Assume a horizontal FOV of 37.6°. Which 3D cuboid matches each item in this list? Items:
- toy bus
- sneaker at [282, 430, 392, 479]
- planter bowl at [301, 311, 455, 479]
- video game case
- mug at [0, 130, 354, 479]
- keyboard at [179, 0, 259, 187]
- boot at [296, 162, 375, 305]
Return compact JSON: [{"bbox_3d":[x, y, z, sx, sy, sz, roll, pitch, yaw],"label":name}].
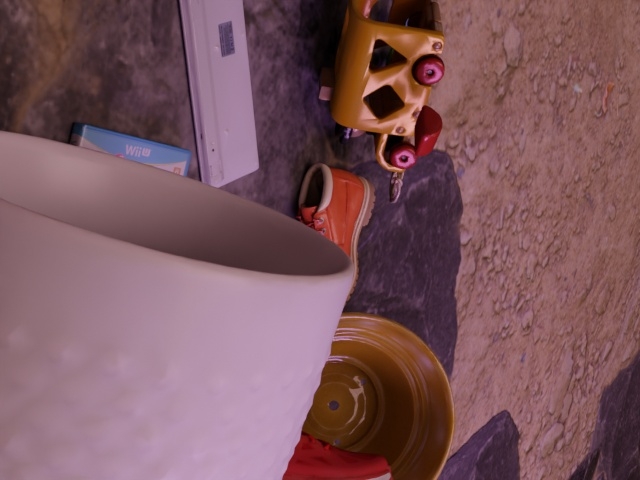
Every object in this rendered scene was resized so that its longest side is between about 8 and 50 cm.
[{"bbox_3d":[0.052,-0.150,0.913,0.191,0.105,0.202,154,-56,-82],"label":"toy bus"},{"bbox_3d":[-0.034,0.175,0.873,0.221,0.087,0.128,5,76,-28],"label":"sneaker"},{"bbox_3d":[0.022,0.178,0.972,0.217,0.090,0.217,0,91,-12],"label":"planter bowl"},{"bbox_3d":[-0.165,-0.002,0.753,0.119,0.015,0.166,9,94,-54],"label":"video game case"},{"bbox_3d":[-0.134,0.126,0.630,0.374,0.276,0.327,3,108,-59],"label":"mug"},{"bbox_3d":[-0.088,-0.170,0.802,0.072,0.014,0.255,-35,129,-48],"label":"keyboard"},{"bbox_3d":[0.000,0.000,0.947,0.085,0.059,0.157,25,74,-51],"label":"boot"}]
